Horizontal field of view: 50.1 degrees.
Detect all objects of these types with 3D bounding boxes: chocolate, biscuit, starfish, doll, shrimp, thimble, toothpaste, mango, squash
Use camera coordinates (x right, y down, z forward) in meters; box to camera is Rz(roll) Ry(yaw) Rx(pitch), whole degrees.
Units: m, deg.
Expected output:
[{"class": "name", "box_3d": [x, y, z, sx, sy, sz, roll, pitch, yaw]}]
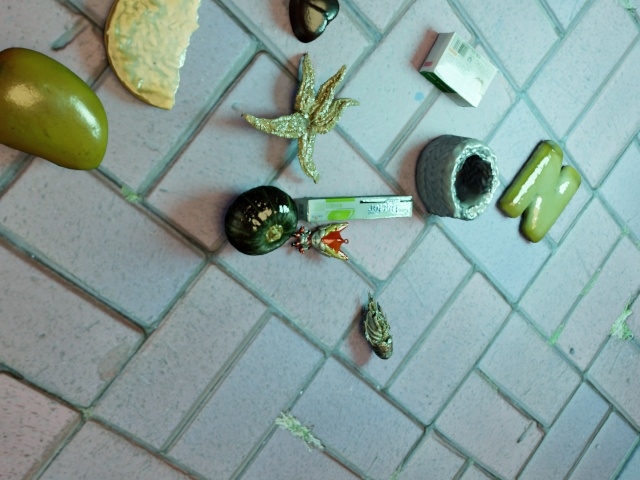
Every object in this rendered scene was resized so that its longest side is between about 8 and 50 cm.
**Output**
[{"class": "chocolate", "box_3d": [-0.012, -0.586, 1.742, 0.148, 0.080, 0.125, -48, 119, -8]}, {"class": "biscuit", "box_3d": [0.728, -0.159, 2.250, 0.237, 0.062, 0.290, 43, 82, -30]}, {"class": "starfish", "box_3d": [-0.032, -0.348, 1.787, 0.301, 0.084, 0.293, 38, 79, -33]}, {"class": "biscuit", "box_3d": [-0.394, -0.474, 1.586, 0.205, 0.040, 0.308, 14, 95, -30]}, {"class": "doll", "box_3d": [0.000, 0.000, 1.904, 0.169, 0.057, 0.109, 1, 84, -15]}, {"class": "shrimp", "box_3d": [0.163, 0.249, 2.037, 0.090, 0.079, 0.232, -22, 106, -27]}, {"class": "thimble", "box_3d": [0.404, -0.184, 2.015, 0.217, 0.157, 0.245, 7, 99, -29]}, {"class": "toothpaste", "box_3d": [0.096, -0.091, 1.916, 0.337, 0.081, 0.067, -4, 100, -28]}, {"class": "mango", "box_3d": [-0.590, -0.275, 1.459, 0.317, 0.173, 0.211, 36, 85, -36]}, {"class": "squash", "box_3d": [-0.152, -0.050, 1.755, 0.193, 0.156, 0.193, -22, 120, -43]}]

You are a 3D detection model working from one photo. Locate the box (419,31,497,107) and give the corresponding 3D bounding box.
[{"class": "box", "box_3d": [0.399, -0.491, 1.984, 0.199, 0.081, 0.135, 31, 87, -28]}]
